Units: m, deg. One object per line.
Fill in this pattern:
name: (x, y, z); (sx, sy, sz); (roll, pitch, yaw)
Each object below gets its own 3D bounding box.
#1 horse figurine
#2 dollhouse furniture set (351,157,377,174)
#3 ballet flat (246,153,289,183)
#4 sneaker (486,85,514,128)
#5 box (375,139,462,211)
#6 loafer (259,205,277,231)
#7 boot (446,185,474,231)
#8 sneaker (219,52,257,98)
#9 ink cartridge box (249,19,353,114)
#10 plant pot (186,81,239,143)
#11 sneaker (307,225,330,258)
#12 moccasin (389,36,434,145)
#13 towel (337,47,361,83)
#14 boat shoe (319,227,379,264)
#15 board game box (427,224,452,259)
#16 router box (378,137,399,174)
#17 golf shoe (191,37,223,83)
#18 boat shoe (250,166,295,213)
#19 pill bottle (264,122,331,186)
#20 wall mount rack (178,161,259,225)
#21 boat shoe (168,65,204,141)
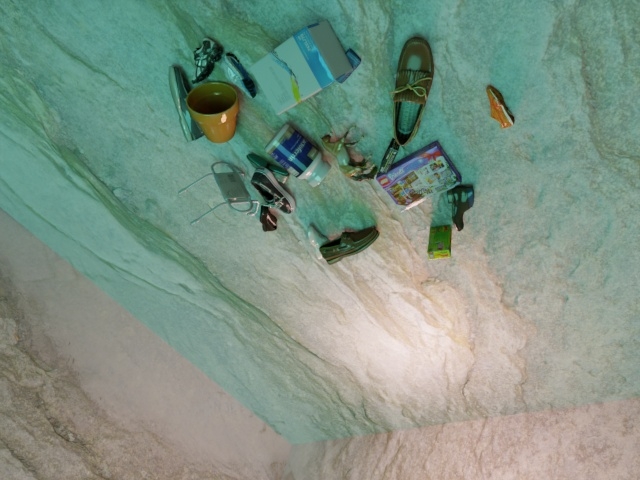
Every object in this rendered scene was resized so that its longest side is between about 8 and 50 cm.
horse figurine: (0.121, -0.345, 1.811); (0.175, 0.066, 0.263); (-25, 97, 27)
dollhouse furniture set: (0.165, -0.318, 1.893); (0.152, 0.058, 0.076); (28, 143, 20)
ballet flat: (-0.245, -0.319, 1.994); (0.213, 0.072, 0.068); (25, 126, -5)
sneaker: (0.633, -0.474, 1.581); (0.068, 0.064, 0.175); (-18, 119, 41)
box: (0.408, -0.261, 1.836); (0.293, 0.057, 0.201); (-25, 118, 34)
loafer: (-0.250, -0.110, 2.149); (0.079, 0.080, 0.220); (2, 159, 1)
boot: (0.608, -0.134, 1.862); (0.106, 0.082, 0.219); (-7, 124, 27)
sneaker: (-0.331, -0.647, 1.759); (0.083, 0.071, 0.190); (-23, 111, 39)
ink cartridge box: (-0.068, -0.616, 1.579); (0.270, 0.198, 0.197); (-20, 110, 33)
plant pot: (-0.433, -0.515, 1.824); (0.205, 0.205, 0.187); (13, 147, 8)
sneaker: (0.000, 0.000, 2.192); (0.094, 0.080, 0.212); (-14, 131, 14)
moccasin: (0.318, -0.525, 1.583); (0.139, 0.147, 0.379); (15, 132, 6)
towel: (0.093, -0.646, 1.635); (0.067, 0.029, 0.119); (39, 129, -13)
boat shoe: (0.132, 0.011, 2.105); (0.307, 0.110, 0.104); (-30, 110, 20)
board game box: (0.526, 0.006, 1.938); (0.092, 0.181, 0.043); (-9, 126, 25)
router box: (0.281, -0.342, 1.787); (0.038, 0.092, 0.122); (22, 133, 0)
golf shoe: (-0.468, -0.712, 1.747); (0.094, 0.077, 0.198); (46, 122, -6)
boat shoe: (-0.218, -0.200, 2.020); (0.113, 0.104, 0.306); (7, 150, 28)
pill bottle: (-0.091, -0.355, 1.860); (0.265, 0.153, 0.153); (38, 130, -16)
wall mount rack: (-0.454, -0.199, 1.974); (0.304, 0.350, 0.130); (-9, 140, -30)
boat shoe: (-0.569, -0.586, 1.885); (0.099, 0.116, 0.319); (-20, 124, -21)
